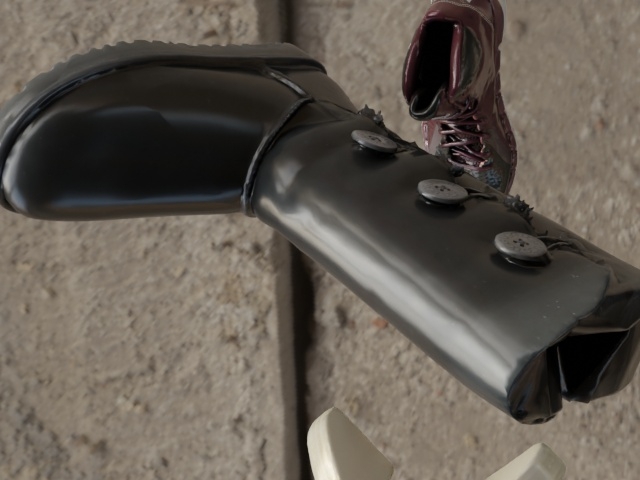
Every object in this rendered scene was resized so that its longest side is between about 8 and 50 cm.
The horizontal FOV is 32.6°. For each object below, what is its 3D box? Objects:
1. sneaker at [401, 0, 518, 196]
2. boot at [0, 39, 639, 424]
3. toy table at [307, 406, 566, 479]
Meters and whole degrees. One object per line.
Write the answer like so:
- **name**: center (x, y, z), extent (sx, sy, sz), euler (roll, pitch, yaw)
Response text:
- **sneaker**: center (0.131, -0.125, 1.132), extent (0.106, 0.162, 0.281), euler (4, 120, 25)
- **boot**: center (0.002, -0.001, 0.866), extent (0.445, 0.367, 0.146), euler (41, 134, 30)
- **toy table**: center (0.055, 0.253, 0.774), extent (0.274, 0.161, 0.252), euler (-31, 96, 32)
